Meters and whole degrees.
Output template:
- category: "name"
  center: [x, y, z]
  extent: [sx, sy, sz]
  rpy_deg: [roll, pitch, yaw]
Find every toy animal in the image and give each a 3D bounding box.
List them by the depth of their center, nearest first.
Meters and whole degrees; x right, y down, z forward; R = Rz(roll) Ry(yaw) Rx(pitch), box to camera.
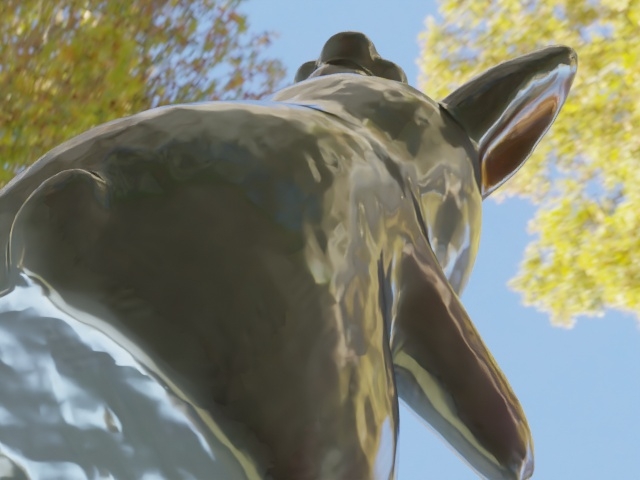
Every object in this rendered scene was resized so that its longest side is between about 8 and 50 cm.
- category: "toy animal"
  center: [-0.002, 0.015, 0.453]
  extent: [0.282, 0.141, 0.138]
  rpy_deg: [-29, -64, -60]
